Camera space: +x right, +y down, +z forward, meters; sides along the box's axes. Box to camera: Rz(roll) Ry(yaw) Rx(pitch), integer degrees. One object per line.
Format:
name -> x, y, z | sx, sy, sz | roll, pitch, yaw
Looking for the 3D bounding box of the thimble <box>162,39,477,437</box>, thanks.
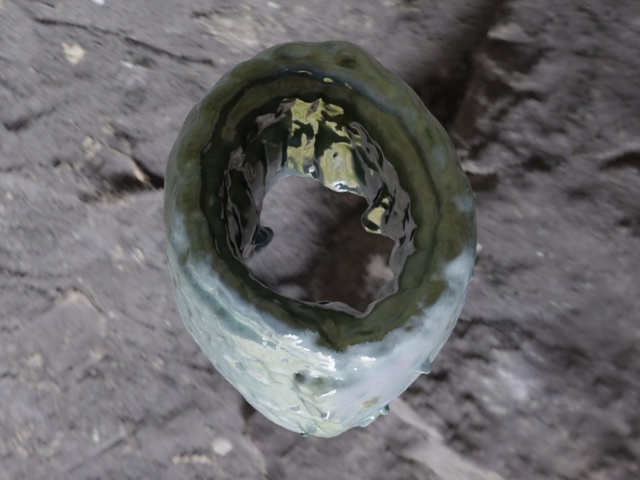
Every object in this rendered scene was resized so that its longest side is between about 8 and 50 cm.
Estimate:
thimble -> 0.000, 0.000, 1.102 | 0.205, 0.172, 0.250 | -3, 68, -3
